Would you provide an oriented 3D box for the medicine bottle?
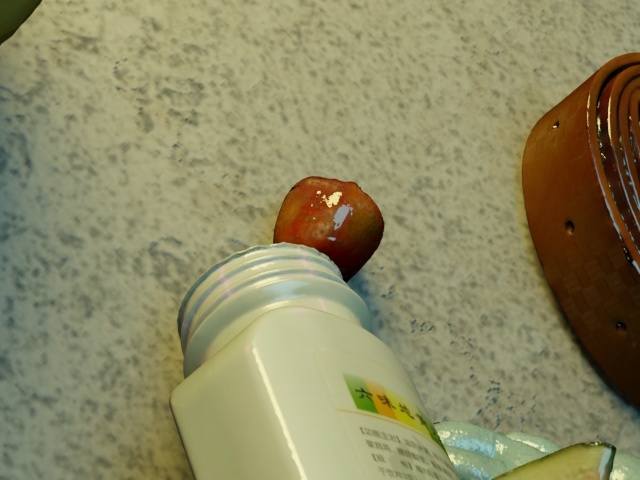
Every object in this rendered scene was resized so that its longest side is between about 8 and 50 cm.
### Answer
[{"bbox_3d":[0.012,0.147,0.929,0.179,0.124,0.324,31,26,-43],"label":"medicine bottle"}]

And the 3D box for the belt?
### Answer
[{"bbox_3d":[0.256,-0.002,1.204,0.184,0.105,0.261,-12,74,-33],"label":"belt"}]

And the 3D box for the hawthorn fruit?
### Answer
[{"bbox_3d":[0.004,-0.004,1.095,0.077,0.077,0.077,11,64,-23],"label":"hawthorn fruit"}]

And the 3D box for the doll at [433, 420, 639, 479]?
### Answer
[{"bbox_3d":[0.151,0.173,1.098,0.179,0.075,0.120,11,31,-1],"label":"doll"}]

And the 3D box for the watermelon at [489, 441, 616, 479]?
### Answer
[{"bbox_3d":[0.082,0.266,0.983,0.128,0.159,0.303,16,70,9],"label":"watermelon"}]

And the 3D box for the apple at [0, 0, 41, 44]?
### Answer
[{"bbox_3d":[-0.277,-0.204,0.939,0.295,0.233,0.258,40,42,11],"label":"apple"}]
